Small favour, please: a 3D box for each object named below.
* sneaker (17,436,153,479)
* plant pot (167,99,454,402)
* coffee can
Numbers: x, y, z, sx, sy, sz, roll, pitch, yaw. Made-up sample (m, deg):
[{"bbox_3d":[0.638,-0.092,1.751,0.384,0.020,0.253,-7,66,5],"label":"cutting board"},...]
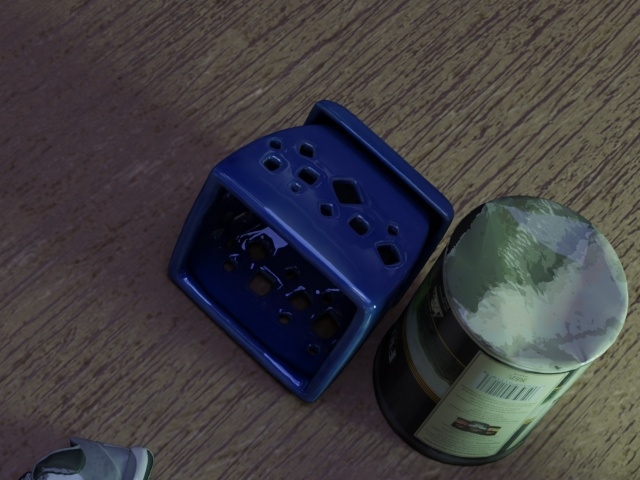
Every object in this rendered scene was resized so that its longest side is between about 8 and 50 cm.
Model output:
[{"bbox_3d":[-0.262,0.299,1.820,0.132,0.086,0.228,17,49,-1],"label":"sneaker"},{"bbox_3d":[0.000,0.000,1.964,0.236,0.236,0.212,42,54,9],"label":"plant pot"},{"bbox_3d":[0.190,0.103,1.929,0.201,0.275,0.201,7,61,-12],"label":"coffee can"}]
